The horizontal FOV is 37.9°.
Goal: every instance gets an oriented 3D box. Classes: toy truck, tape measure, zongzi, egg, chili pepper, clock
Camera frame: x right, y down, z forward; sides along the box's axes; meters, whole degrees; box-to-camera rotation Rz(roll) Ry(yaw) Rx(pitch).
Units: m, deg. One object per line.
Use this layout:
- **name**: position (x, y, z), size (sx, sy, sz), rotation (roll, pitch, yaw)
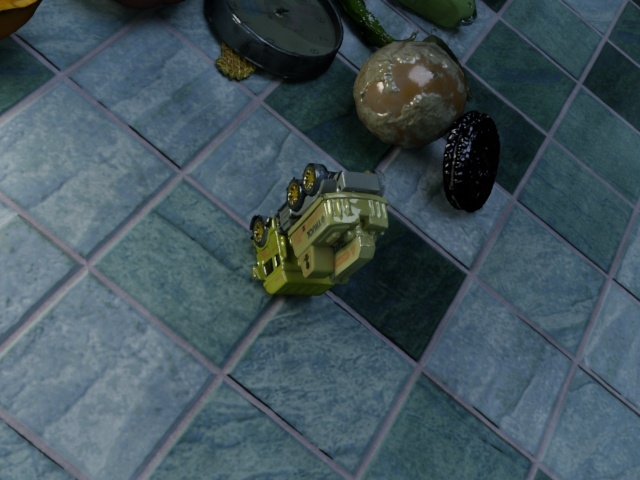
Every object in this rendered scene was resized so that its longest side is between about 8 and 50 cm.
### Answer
- **toy truck**: position (0.000, 0.000, 1.400), size (0.124, 0.272, 0.157), rotation (5, 64, -28)
- **tape measure**: position (0.264, -0.560, 2.057), size (0.200, 0.106, 0.175), rotation (25, 52, -16)
- **zongzi**: position (0.268, -0.377, 1.986), size (0.130, 0.062, 0.154), rotation (34, 28, -35)
- **egg**: position (0.171, -0.270, 1.740), size (0.245, 0.203, 0.203), rotation (-5, 61, -46)
- **chili pepper**: position (0.063, -0.511, 1.925), size (0.085, 0.076, 0.359), rotation (-35, 75, -15)
- **clock**: position (-0.083, -0.430, 1.781), size (0.280, 0.055, 0.281), rotation (19, 47, -22)

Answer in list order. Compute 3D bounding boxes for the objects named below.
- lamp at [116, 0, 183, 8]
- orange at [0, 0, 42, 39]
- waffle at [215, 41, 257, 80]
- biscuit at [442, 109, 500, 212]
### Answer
- **lamp**: position (-0.309, -0.554, 1.603), size (0.305, 0.239, 0.305), rotation (6, 75, -22)
- **orange**: position (-0.560, -0.399, 1.356), size (0.310, 0.274, 0.274), rotation (-13, 61, 1)
- **waffle**: position (-0.157, -0.326, 1.701), size (0.078, 0.016, 0.085), rotation (35, 48, -5)
- **biscuit**: position (0.284, -0.147, 1.749), size (0.053, 0.194, 0.194), rotation (11, 38, 30)
